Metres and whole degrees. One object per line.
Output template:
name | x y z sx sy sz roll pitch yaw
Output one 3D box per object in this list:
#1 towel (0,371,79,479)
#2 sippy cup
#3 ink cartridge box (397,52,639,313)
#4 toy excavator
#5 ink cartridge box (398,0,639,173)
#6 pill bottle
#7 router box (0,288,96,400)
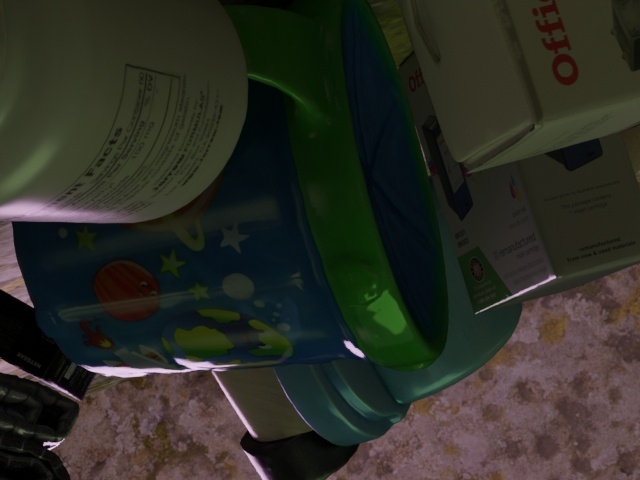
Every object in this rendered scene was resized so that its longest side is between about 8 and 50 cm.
towel | -0.355 0.158 1.052 0.283 0.121 0.235 20 150 -26
sippy cup | -0.058 -0.017 0.865 0.224 0.305 0.240 -14 -156 14
ink cartridge box | 0.150 -0.066 1.061 0.093 0.212 0.154 -12 172 -20
toy excavator | 0.133 0.000 1.317 0.445 0.222 0.433 -17 -158 29
ink cartridge box | 0.153 -0.140 0.704 0.218 0.158 0.092 -16 174 -18
pill bottle | -0.133 -0.073 0.596 0.131 0.131 0.229 -21 172 20
router box | -0.263 0.057 1.094 0.046 0.179 0.133 -60 170 -10
